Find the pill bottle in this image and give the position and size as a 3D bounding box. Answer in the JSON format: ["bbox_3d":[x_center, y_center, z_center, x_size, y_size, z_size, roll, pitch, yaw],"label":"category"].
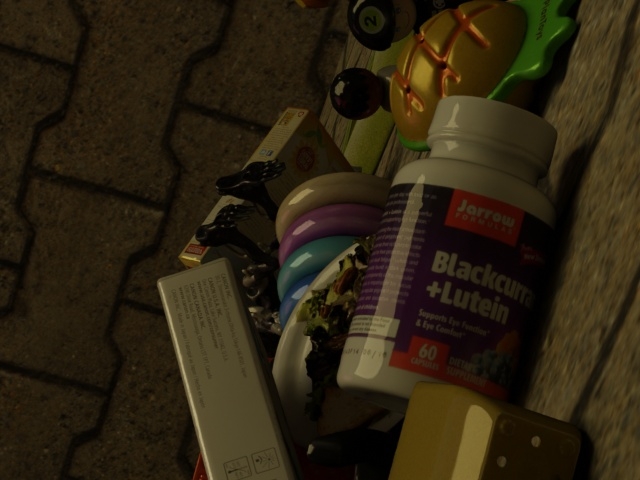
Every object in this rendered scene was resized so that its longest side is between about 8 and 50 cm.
[{"bbox_3d":[0.086,0.013,1.095,0.108,0.108,0.193,131,155,-78],"label":"pill bottle"}]

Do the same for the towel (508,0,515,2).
[{"bbox_3d":[0.196,-0.286,1.383,0.197,0.029,0.144,117,169,-61],"label":"towel"}]

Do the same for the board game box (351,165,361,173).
[{"bbox_3d":[0.000,0.000,2.282,0.194,0.060,0.194,-91,17,-49],"label":"board game box"}]

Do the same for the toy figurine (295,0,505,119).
[{"bbox_3d":[0.062,-0.224,1.579,0.209,0.148,0.213,116,140,-61],"label":"toy figurine"}]

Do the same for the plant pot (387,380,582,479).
[{"bbox_3d":[0.088,0.119,0.890,0.083,0.081,0.081,156,132,-70],"label":"plant pot"}]

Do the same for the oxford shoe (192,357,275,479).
[{"bbox_3d":[-0.096,0.213,2.385,0.133,0.130,0.363,-59,-13,-84],"label":"oxford shoe"}]

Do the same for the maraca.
[{"bbox_3d":[0.123,-0.131,1.304,0.186,0.099,0.127,-32,35,41],"label":"maraca"}]

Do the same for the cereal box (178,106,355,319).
[{"bbox_3d":[-0.048,-0.014,2.078,0.047,0.173,0.240,13,59,44],"label":"cereal box"}]

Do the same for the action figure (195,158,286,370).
[{"bbox_3d":[-0.029,0.052,1.978,0.164,0.141,0.275,-58,-47,-36],"label":"action figure"}]

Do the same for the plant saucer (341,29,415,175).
[{"bbox_3d":[0.069,-0.173,2.328,0.188,0.045,0.188,-78,8,-48],"label":"plant saucer"}]

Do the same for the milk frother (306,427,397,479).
[{"bbox_3d":[0.044,0.193,1.081,0.135,0.143,0.129,8,-74,-65],"label":"milk frother"}]

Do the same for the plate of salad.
[{"bbox_3d":[0.028,0.074,1.404,0.200,0.048,0.200,-30,43,32],"label":"plate of salad"}]

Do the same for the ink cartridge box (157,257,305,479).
[{"bbox_3d":[-0.040,0.204,1.356,0.261,0.066,0.296,73,178,-51],"label":"ink cartridge box"}]

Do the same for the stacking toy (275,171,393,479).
[{"bbox_3d":[0.020,0.101,1.524,0.141,0.141,0.330,113,166,-48],"label":"stacking toy"}]
